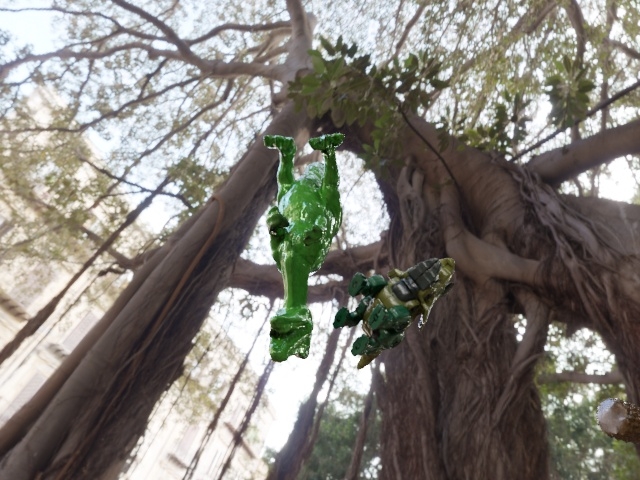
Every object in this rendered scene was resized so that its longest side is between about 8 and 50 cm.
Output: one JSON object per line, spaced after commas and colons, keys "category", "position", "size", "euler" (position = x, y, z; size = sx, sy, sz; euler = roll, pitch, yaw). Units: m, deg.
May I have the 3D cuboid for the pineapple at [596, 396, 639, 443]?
{"category": "pineapple", "position": [0.442, 0.253, 0.620], "size": [0.124, 0.058, 0.058], "euler": [18, -42, -14]}

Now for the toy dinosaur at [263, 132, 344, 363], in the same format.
{"category": "toy dinosaur", "position": [0.000, 0.000, 0.846], "size": [0.144, 0.374, 0.500], "euler": [-3, -4, 12]}

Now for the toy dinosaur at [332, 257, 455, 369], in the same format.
{"category": "toy dinosaur", "position": [0.088, 0.121, 0.670], "size": [0.153, 0.094, 0.259], "euler": [1, -48, -38]}
